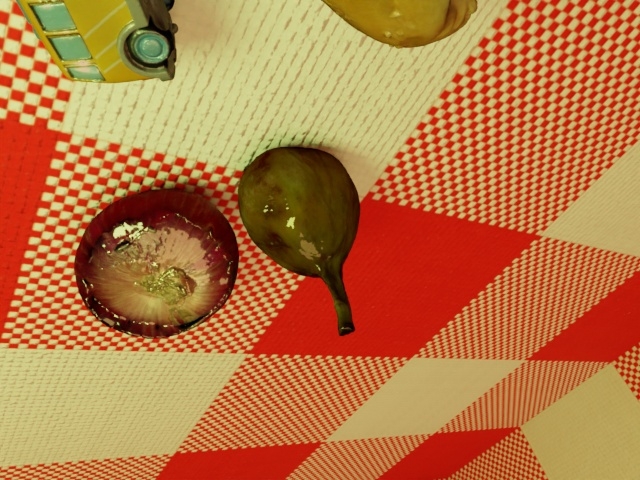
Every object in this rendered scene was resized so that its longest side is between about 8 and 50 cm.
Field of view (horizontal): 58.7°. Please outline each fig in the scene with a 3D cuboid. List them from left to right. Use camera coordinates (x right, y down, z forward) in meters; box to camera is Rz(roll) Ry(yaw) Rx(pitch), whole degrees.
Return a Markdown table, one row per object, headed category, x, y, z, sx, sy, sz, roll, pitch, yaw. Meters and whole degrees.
| category | x | y | z | sx | sy | sz | roll | pitch | yaw |
| --- | --- | --- | --- | --- | --- | --- | --- | --- | --- |
| fig | -0.032 | 0.006 | 0.845 | 0.191 | 0.290 | 0.190 | 0 | 160 | 0 |

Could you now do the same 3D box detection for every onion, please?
| category | x | y | z | sx | sy | sz | roll | pitch | yaw |
| --- | --- | --- | --- | --- | --- | --- | --- | --- | --- |
| onion | -0.244 | 0.031 | 0.855 | 0.248 | 0.161 | 0.248 | -18 | 136 | -18 |

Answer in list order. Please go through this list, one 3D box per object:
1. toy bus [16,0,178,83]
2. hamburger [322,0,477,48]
| category | x | y | z | sx | sy | sz | roll | pitch | yaw |
| --- | --- | --- | --- | --- | --- | --- | --- | --- | --- |
| toy bus | -0.226 | -0.256 | 0.553 | 0.136 | 0.126 | 0.209 | -11 | 142 | 0 |
| hamburger | 0.021 | -0.309 | 0.472 | 0.174 | 0.284 | 0.305 | -42 | 142 | 21 |
